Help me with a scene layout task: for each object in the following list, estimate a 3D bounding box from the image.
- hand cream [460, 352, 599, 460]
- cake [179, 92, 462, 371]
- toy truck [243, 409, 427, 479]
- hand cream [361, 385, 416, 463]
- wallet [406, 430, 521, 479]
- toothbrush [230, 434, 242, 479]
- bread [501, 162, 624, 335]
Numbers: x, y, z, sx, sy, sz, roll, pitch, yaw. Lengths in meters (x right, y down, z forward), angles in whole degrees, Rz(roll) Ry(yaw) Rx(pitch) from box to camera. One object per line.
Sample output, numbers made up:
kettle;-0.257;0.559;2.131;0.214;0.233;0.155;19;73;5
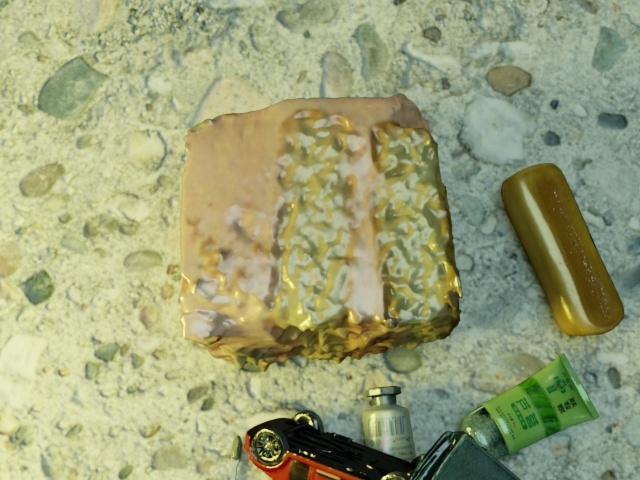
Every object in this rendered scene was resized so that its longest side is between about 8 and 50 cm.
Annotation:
hand cream;0.264;0.222;1.438;0.175;0.046;0.095;-25;76;-13
cake;0.000;0.000;1.346;0.307;0.314;0.293;-6;73;2
toy truck;0.029;0.292;1.335;0.253;0.107;0.114;15;102;26
hand cream;0.091;0.321;1.394;0.095;0.059;0.276;-5;80;0
wallet;0.209;0.374;1.287;0.379;0.046;0.191;42;77;-32
toothbrush;-0.113;0.338;1.386;0.014;0.017;0.194;5;77;2
bread;0.316;0.017;1.484;0.092;0.074;0.239;-16;78;-26
